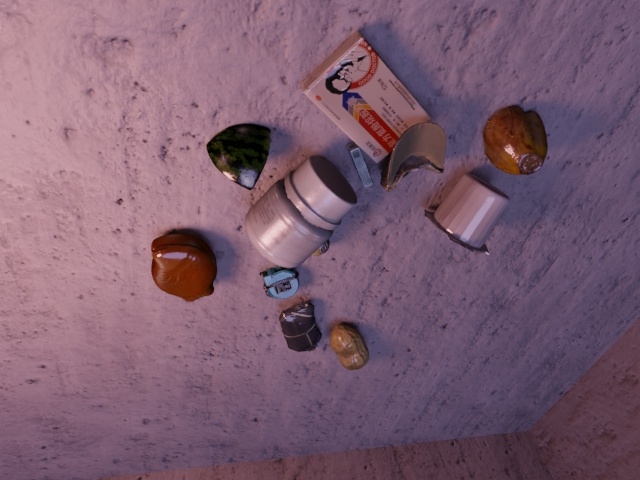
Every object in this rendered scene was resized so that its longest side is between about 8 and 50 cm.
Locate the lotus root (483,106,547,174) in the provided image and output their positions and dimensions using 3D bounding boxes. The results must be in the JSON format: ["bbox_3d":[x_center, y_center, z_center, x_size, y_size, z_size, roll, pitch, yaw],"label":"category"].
[{"bbox_3d":[0.640,-0.307,1.575,0.188,0.180,0.199,-17,136,6],"label":"lotus root"}]

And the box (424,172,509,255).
[{"bbox_3d":[0.542,-0.099,1.717,0.291,0.262,0.206,12,119,-38],"label":"box"}]

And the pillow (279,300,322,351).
[{"bbox_3d":[-0.081,0.372,2.080,0.161,0.092,0.335,-17,136,-5],"label":"pillow"}]

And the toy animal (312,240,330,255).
[{"bbox_3d":[0.000,0.000,1.742,0.098,0.098,0.137,20,143,-31],"label":"toy animal"}]

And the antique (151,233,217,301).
[{"bbox_3d":[-0.465,0.086,1.673,0.223,0.129,0.278,-23,135,6],"label":"antique"}]

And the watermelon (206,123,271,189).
[{"bbox_3d":[-0.218,-0.262,1.426,0.193,0.137,0.145,46,118,4],"label":"watermelon"}]

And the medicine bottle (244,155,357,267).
[{"bbox_3d":[-0.060,-0.089,1.536,0.245,0.245,0.306,29,120,-36],"label":"medicine bottle"}]

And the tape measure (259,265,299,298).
[{"bbox_3d":[-0.146,0.158,1.863,0.146,0.081,0.125,-19,118,-2],"label":"tape measure"}]

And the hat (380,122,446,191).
[{"bbox_3d":[0.276,-0.271,1.538,0.214,0.149,0.245,-18,128,-16],"label":"hat"}]

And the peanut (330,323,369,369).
[{"bbox_3d":[0.132,0.487,2.217,0.152,0.152,0.313,-20,133,4],"label":"peanut"}]

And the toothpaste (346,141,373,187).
[{"bbox_3d":[0.128,-0.242,1.582,0.034,0.046,0.164,-24,134,5],"label":"toothpaste"}]

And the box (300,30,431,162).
[{"bbox_3d":[0.138,-0.400,1.424,0.214,0.069,0.353,-38,129,20],"label":"box"}]
